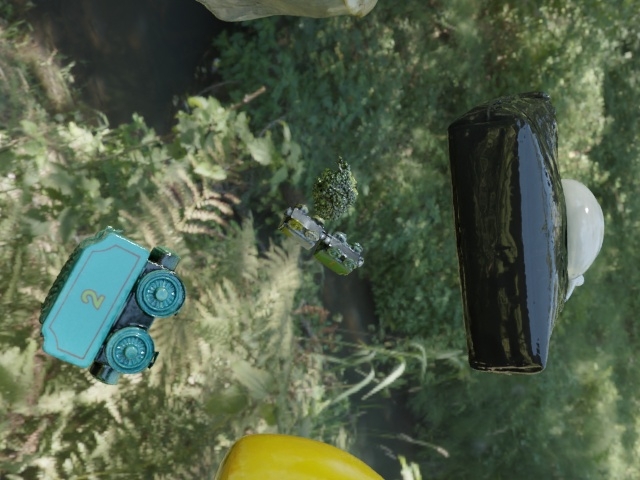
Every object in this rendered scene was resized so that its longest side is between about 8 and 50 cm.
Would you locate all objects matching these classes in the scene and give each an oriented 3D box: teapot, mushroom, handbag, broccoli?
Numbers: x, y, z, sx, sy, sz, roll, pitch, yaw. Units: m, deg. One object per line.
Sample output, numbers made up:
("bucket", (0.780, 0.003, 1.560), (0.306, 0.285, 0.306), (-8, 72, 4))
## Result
("teapot", (0.489, -0.004, 1.342), (0.208, 0.166, 0.299), (161, -57, -76))
("mushroom", (-0.064, -0.426, 1.084), (0.159, 0.329, 0.122), (-41, 136, -55))
("handbag", (0.198, -0.015, 0.618), (0.223, 0.080, 0.246), (-28, 114, -56))
("broccoli", (0.023, -0.085, 1.104), (0.097, 0.095, 0.092), (55, 18, -37))

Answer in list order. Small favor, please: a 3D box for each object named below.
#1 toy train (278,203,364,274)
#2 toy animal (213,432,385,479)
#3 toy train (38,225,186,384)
("toy train", (0.000, 0.000, 1.365), (0.202, 0.081, 0.060), (35, 52, -14))
("toy animal", (-0.018, 0.363, 0.556), (0.278, 0.247, 0.345), (22, 46, -26))
("toy train", (-0.286, 0.086, 0.890), (0.163, 0.112, 0.203), (29, 82, -21))
